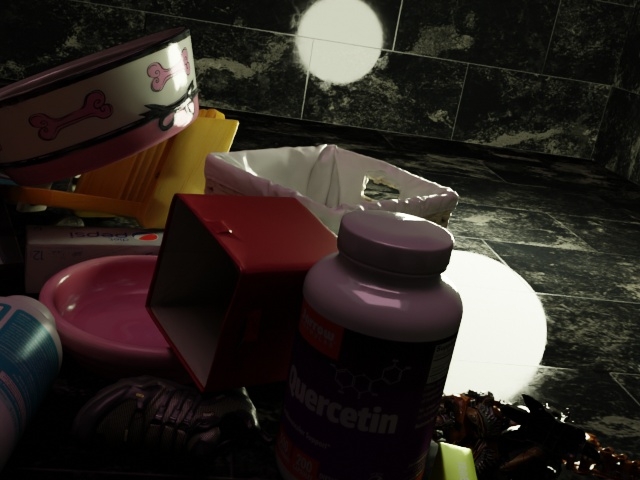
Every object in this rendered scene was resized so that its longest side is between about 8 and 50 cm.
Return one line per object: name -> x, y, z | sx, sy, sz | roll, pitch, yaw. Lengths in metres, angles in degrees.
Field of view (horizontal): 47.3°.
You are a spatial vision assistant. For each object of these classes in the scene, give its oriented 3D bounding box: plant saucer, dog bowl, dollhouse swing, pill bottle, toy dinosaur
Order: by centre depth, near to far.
pill bottle -> -0.386, 0.157, 0.831 | 0.146, 0.146, 0.264 | 8, 19, -4
pill bottle -> 0.056, 0.136, 0.837 | 0.181, 0.323, 0.181 | 8, 19, -3
toy dinosaur -> 0.262, 0.248, 0.912 | 0.322, 0.164, 0.218 | -8, -1, 13
plant saucer -> -0.248, 0.120, 1.099 | 0.332, 0.084, 0.332 | 9, 20, -3
dog bowl -> -0.391, -0.228, 1.249 | 0.408, 0.150, 0.408 | -17, 22, 7
dollhouse swing -> -0.413, -0.167, 1.404 | 0.305, 0.315, 0.347 | 27, -11, -38

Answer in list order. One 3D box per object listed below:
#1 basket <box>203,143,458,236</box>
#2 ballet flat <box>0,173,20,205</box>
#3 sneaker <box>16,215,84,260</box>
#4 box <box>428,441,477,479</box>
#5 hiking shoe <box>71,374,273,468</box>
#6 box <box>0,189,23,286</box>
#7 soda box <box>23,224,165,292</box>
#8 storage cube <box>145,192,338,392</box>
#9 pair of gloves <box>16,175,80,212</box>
basket -> 0.000, 0.000, 1.282 | 0.328, 0.266, 0.331 | 26, 24, 39
ballet flat -> -0.711, -0.117, 1.590 | 0.213, 0.072, 0.068 | 18, -7, 20
sneaker -> -0.514, -0.008, 1.356 | 0.071, 0.066, 0.188 | 3, 12, 16
box -> 0.131, 0.301, 0.735 | 0.042, 0.109, 0.178 | 12, 20, 1
hiking shoe -> -0.170, 0.217, 0.859 | 0.227, 0.086, 0.114 | -1, 19, -31
box -> -0.661, -0.027, 1.151 | 0.307, 0.076, 0.242 | -6, 58, -39
soda box -> -0.362, 0.033, 1.273 | 0.286, 0.091, 0.098 | 1, 19, -24
storage cube -> -0.089, 0.059, 0.956 | 0.193, 0.184, 0.215 | 0, 31, -38
pair of gloves -> -0.547, -0.167, 1.580 | 0.042, 0.204, 0.240 | 33, 27, 20
